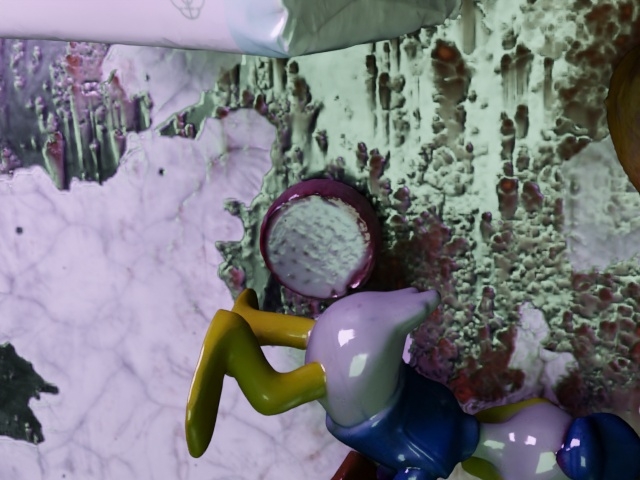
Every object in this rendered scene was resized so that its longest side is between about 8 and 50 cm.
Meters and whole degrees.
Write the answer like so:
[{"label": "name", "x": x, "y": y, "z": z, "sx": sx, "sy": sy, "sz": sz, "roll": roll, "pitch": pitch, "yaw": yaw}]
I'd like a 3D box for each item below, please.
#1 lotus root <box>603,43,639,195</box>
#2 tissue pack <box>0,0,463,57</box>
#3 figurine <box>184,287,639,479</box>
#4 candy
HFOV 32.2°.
[{"label": "lotus root", "x": 0.303, "y": -0.085, "z": 0.772, "sx": 0.180, "sy": 0.199, "sz": 0.188, "roll": 26, "pitch": 108, "yaw": 48}, {"label": "tissue pack", "x": -0.095, "y": -0.264, "z": 0.716, "sx": 0.357, "sy": 0.194, "sz": 0.266, "roll": 13, "pitch": 113, "yaw": 43}, {"label": "figurine", "x": 0.081, "y": 0.174, "z": 0.875, "sx": 0.339, "sy": 0.204, "sz": 0.283, "roll": 5, "pitch": 119, "yaw": 7}, {"label": "candy", "x": 0.000, "y": 0.000, "z": 0.923, "sx": 0.103, "sy": 0.043, "sz": 0.103, "roll": 4, "pitch": 107, "yaw": 13}]
